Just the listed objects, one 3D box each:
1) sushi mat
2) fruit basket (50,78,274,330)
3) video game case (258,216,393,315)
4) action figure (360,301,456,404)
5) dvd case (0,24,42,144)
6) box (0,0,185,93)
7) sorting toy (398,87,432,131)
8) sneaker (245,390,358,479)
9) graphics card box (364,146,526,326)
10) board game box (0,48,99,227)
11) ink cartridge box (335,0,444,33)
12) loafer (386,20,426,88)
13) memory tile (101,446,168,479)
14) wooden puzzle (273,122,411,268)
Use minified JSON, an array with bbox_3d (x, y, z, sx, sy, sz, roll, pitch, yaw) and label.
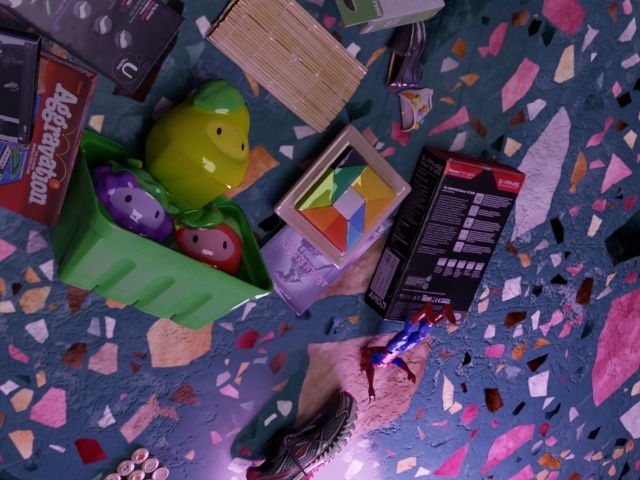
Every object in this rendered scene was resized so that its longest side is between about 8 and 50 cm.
[{"bbox_3d":[-0.052,-0.328,1.719,0.316,0.019,0.151,36,92,-41],"label":"sushi mat"},{"bbox_3d":[-0.226,-0.073,1.611,0.392,0.283,0.392,-13,135,-13],"label":"fruit basket"},{"bbox_3d":[0.000,0.000,1.934,0.274,0.026,0.196,-45,130,-4],"label":"video game case"},{"bbox_3d":[0.176,0.252,2.054,0.091,0.139,0.280,9,147,-34],"label":"action figure"},{"bbox_3d":[-0.519,-0.236,1.362,0.238,0.029,0.179,13,130,-8],"label":"dvd case"},{"bbox_3d":[-0.361,-0.357,1.407,0.270,0.165,0.143,33,94,-40],"label":"box"},{"bbox_3d":[0.194,-0.263,1.909,0.075,0.045,0.083,-37,132,-35],"label":"sorting toy"},{"bbox_3d":[-0.032,0.445,2.108,0.112,0.121,0.299,44,79,-10],"label":"sneaker"},{"bbox_3d":[0.263,-0.001,2.058,0.233,0.094,0.371,7,110,-36],"label":"graphics card box"},{"bbox_3d":[-0.436,-0.157,1.462,0.145,0.027,0.281,22,124,-4],"label":"board game box"},{"bbox_3d":[0.103,-0.430,1.702,0.209,0.062,0.109,-18,86,-25],"label":"ink cartridge box"},{"bbox_3d":[0.158,-0.361,1.812,0.061,0.062,0.170,-13,121,-21],"label":"loafer"},{"bbox_3d":[-0.388,0.490,1.963,0.148,0.012,0.113,-40,130,-8],"label":"memory tile"},{"bbox_3d":[0.052,-0.078,1.879,0.221,0.044,0.238,-49,130,-1],"label":"wooden puzzle"}]
